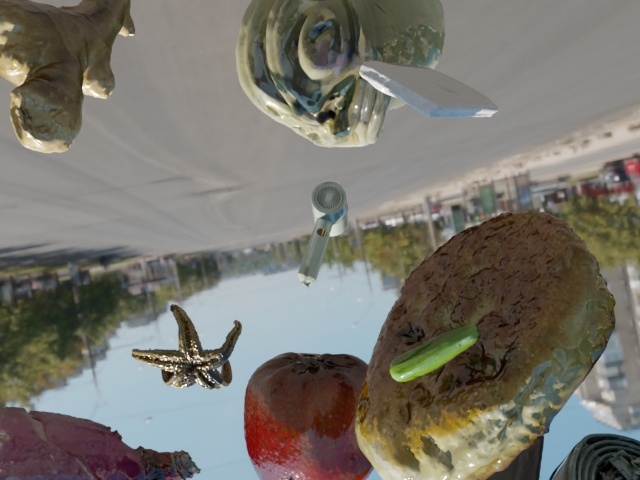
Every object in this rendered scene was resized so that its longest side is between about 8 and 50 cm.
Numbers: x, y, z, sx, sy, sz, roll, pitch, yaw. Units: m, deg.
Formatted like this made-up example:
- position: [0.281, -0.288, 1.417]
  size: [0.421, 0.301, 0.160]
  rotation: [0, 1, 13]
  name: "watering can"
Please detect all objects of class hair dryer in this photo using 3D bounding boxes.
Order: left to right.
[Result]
- position: [0.000, 0.000, 1.142]
  size: [0.047, 0.137, 0.082]
  rotation: [14, 159, 9]
  name: "hair dryer"

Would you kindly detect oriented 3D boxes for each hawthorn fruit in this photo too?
- position: [-0.009, 0.221, 1.000]
  size: [0.169, 0.188, 0.169]
  rotation: [2, -170, 0]
  name: "hawthorn fruit"

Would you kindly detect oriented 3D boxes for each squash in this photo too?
- position: [0.094, 0.094, 0.731]
  size: [0.089, 0.027, 0.027]
  rotation: [-35, 167, 29]
  name: "squash"

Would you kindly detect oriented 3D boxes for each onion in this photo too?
- position: [-0.353, 0.374, 1.259]
  size: [0.349, 0.159, 0.267]
  rotation: [0, 136, -2]
  name: "onion"

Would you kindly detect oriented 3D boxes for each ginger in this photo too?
- position: [-0.261, -0.202, 0.900]
  size: [0.081, 0.148, 0.333]
  rotation: [-48, -167, 30]
  name: "ginger"

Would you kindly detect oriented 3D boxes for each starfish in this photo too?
- position: [-0.234, 0.188, 1.530]
  size: [0.190, 0.146, 0.074]
  rotation: [4, -158, -5]
  name: "starfish"

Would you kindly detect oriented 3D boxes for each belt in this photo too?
- position: [0.396, 0.369, 1.134]
  size: [0.207, 0.116, 0.267]
  rotation: [23, -146, 2]
  name: "belt"

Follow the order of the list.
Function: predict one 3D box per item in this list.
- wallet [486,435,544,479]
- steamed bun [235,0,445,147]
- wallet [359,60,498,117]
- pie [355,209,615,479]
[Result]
- position: [0.300, 0.466, 1.742]
  size: [0.041, 0.247, 0.323]
  rotation: [26, 162, -35]
  name: "wallet"
- position: [0.023, -0.322, 1.557]
  size: [0.352, 0.339, 0.247]
  rotation: [21, -151, 1]
  name: "steamed bun"
- position: [0.132, -0.180, 1.062]
  size: [0.124, 0.031, 0.183]
  rotation: [34, -157, 25]
  name: "wallet"
- position: [0.141, 0.094, 0.816]
  size: [0.315, 0.092, 0.315]
  rotation: [-46, -163, 19]
  name: "pie"
